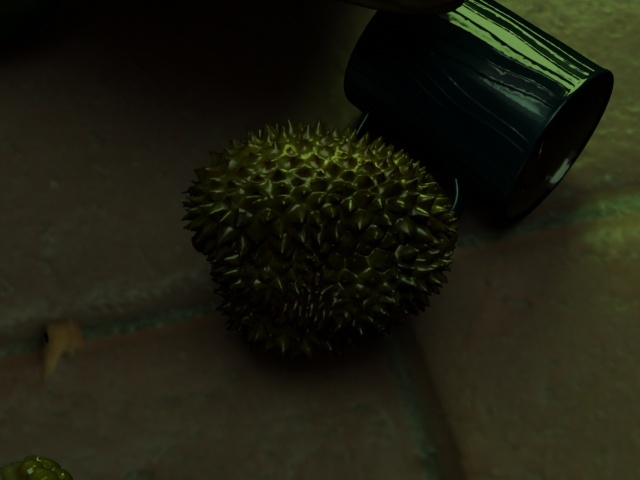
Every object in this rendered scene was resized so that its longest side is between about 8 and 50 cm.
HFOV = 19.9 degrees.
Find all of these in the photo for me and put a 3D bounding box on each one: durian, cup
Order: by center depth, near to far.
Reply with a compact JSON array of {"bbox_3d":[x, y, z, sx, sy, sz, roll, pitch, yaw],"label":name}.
[{"bbox_3d":[0.000,0.000,1.076,0.168,0.158,0.137,1,73,-7],"label":"durian"},{"bbox_3d":[0.088,-0.087,1.165,0.138,0.113,0.150,36,60,18],"label":"cup"}]

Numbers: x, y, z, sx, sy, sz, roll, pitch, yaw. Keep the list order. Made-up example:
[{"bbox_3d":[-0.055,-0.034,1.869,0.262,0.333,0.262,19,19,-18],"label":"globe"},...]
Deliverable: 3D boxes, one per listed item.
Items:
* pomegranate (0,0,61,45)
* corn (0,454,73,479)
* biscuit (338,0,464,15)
[{"bbox_3d":[-0.198,-0.201,1.202,0.191,0.131,0.152,1,53,-14],"label":"pomegranate"},{"bbox_3d":[-0.117,0.231,0.956,0.097,0.097,0.261,-22,61,-18],"label":"corn"},{"bbox_3d":[-0.071,-0.264,1.196,0.368,0.076,0.394,18,31,-3],"label":"biscuit"}]
